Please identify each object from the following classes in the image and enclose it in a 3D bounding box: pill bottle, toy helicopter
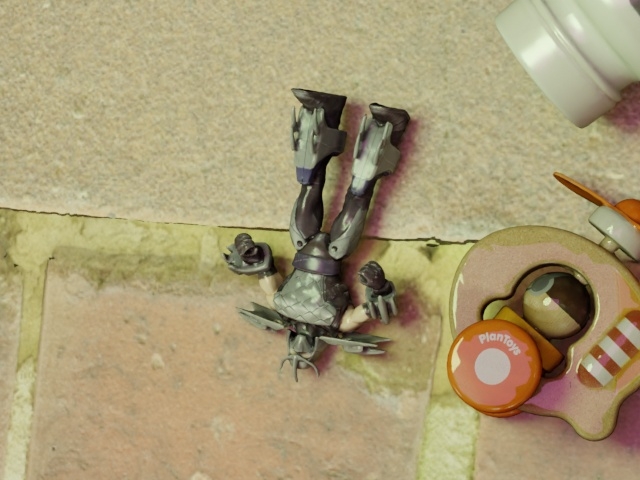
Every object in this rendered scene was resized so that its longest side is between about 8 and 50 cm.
[{"bbox_3d":[0.315,-0.243,1.359,0.318,0.176,0.176,-38,75,16],"label":"pill bottle"},{"bbox_3d":[0.293,0.072,1.401,0.355,0.140,0.235,14,84,12],"label":"toy helicopter"}]

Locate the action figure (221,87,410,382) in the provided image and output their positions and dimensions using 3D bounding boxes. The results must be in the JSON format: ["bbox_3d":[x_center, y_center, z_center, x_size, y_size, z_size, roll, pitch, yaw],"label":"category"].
[{"bbox_3d":[0.000,0.000,1.521,0.185,0.099,0.285,13,96,13],"label":"action figure"}]
